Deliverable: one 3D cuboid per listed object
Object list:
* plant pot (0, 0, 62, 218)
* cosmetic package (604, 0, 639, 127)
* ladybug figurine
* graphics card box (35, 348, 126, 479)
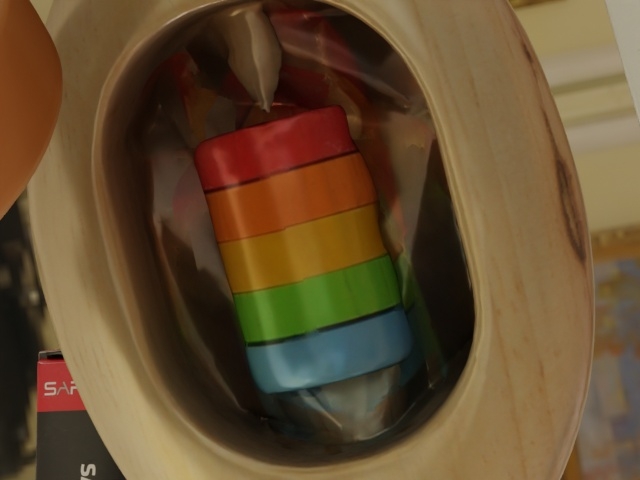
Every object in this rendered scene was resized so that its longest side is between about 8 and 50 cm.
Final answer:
[{"bbox_3d":[-0.289,-0.102,0.847,0.291,0.291,0.203,-89,-17,-47],"label":"plant pot"},{"bbox_3d":[0.216,-0.117,0.760,0.151,0.151,0.183,0,-109,-43],"label":"cosmetic package"},{"bbox_3d":[0.000,0.000,1.059,0.162,0.305,0.449,-34,-67,-78],"label":"ladybug figurine"},{"bbox_3d":[-0.121,0.273,1.339,0.233,0.094,0.370,31,-122,-70],"label":"graphics card box"}]
